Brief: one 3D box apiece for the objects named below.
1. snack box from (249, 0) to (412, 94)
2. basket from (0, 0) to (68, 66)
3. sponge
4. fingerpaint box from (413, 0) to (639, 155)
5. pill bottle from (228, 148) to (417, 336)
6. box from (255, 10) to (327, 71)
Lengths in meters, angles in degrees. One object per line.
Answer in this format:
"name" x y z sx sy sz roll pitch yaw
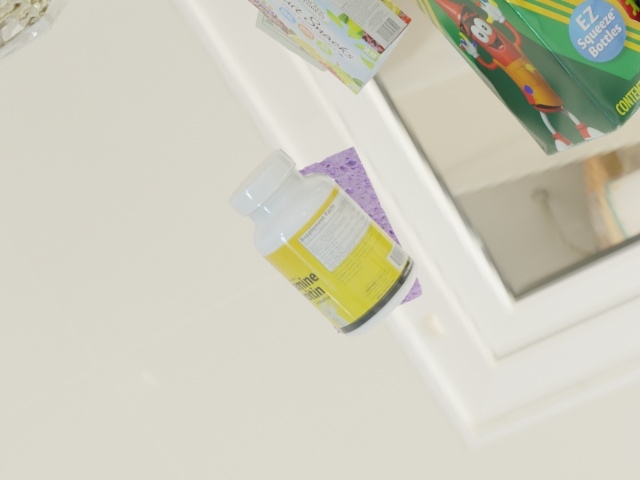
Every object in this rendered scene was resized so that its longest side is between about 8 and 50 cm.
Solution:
"snack box" 0.003 -0.295 1.730 0.207 0.070 0.174 40 -14 -1
"basket" -0.338 -0.290 1.516 0.103 0.113 0.167 43 40 -26
"sponge" 0.031 -0.002 1.700 0.031 0.117 0.210 81 -15 -69
"fingerpaint box" 0.300 -0.382 1.489 0.371 0.445 0.163 48 -19 -8
"pill bottle" 0.000 0.000 1.350 0.184 0.103 0.103 44 26 -10
"box" 0.004 -0.415 2.223 0.148 0.232 0.127 35 57 10
